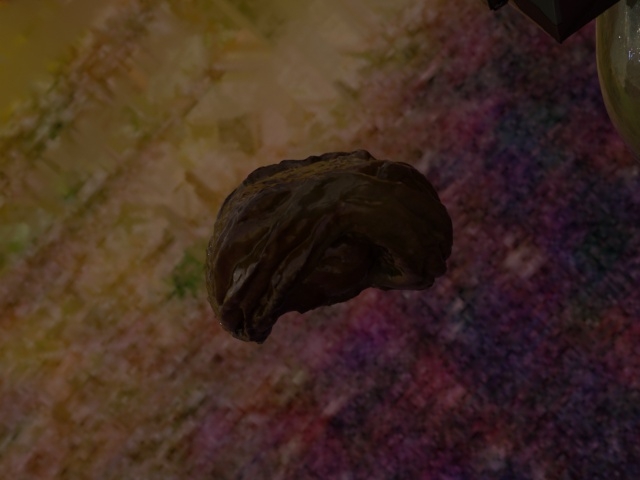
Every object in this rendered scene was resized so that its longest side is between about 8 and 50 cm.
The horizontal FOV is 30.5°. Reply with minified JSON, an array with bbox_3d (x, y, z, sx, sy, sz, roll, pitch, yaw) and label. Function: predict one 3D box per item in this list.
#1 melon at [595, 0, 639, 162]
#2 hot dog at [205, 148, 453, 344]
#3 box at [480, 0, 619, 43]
[{"bbox_3d":[0.370,-0.171,1.017,0.272,0.272,0.308,-100,14,-64],"label":"melon"},{"bbox_3d":[0.001,0.003,0.808,0.175,0.114,0.259,-13,8,-1],"label":"hot dog"},{"bbox_3d":[0.162,-0.240,0.591,0.215,0.215,0.086,-35,54,-7],"label":"box"}]
